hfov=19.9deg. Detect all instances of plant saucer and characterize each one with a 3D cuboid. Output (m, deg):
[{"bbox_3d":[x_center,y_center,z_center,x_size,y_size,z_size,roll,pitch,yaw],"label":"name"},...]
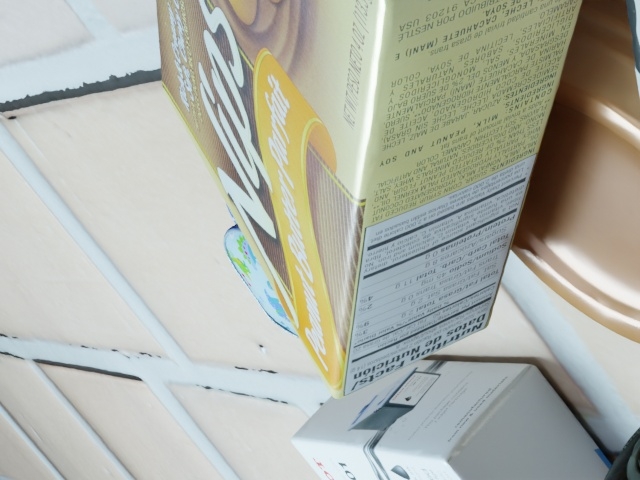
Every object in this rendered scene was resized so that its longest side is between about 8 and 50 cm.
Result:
[{"bbox_3d":[0.123,-0.021,0.754,0.200,0.037,0.200,37,158,18],"label":"plant saucer"}]

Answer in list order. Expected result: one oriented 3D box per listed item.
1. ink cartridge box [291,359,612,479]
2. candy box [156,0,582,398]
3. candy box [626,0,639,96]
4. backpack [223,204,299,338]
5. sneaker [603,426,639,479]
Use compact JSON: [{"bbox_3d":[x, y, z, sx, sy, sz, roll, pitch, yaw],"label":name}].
[{"bbox_3d":[0.088,0.143,1.056,0.139,0.082,0.191,51,156,-15],"label":"ink cartridge box"},{"bbox_3d":[0.006,-0.087,0.709,0.183,0.087,0.316,61,166,23],"label":"candy box"},{"bbox_3d":[0.163,-0.060,0.491,0.159,0.071,0.233,20,131,48],"label":"candy box"},{"bbox_3d":[0.000,0.000,0.952,0.114,0.084,0.105,12,139,59],"label":"backpack"},{"bbox_3d":[0.244,0.141,0.762,0.130,0.109,0.286,48,169,-23],"label":"sneaker"}]
